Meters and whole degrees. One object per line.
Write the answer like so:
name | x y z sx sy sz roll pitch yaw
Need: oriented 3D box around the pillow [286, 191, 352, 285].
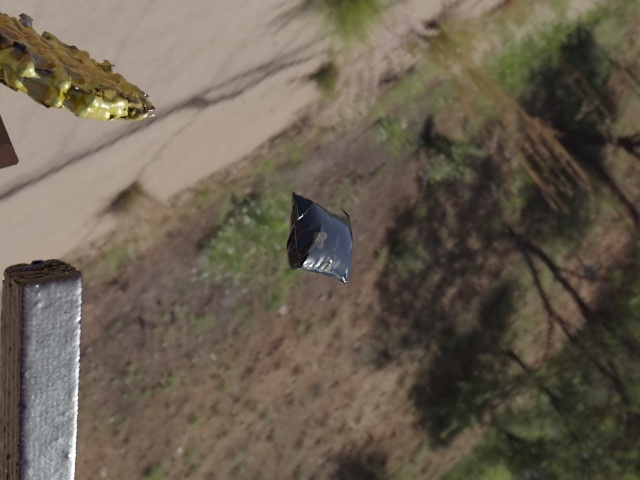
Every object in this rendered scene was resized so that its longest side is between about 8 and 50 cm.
pillow | -0.001 0.000 1.287 0.150 0.048 0.090 16 87 -64

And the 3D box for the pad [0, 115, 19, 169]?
pad | -0.515 -0.182 1.455 0.158 0.235 0.003 -19 168 -23

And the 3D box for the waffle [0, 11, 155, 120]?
waffle | -0.491 -0.319 1.996 0.095 0.379 0.382 -62 164 12

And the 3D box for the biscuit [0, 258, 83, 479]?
biscuit | -0.440 0.219 1.720 0.107 0.073 0.388 -10 114 -41
